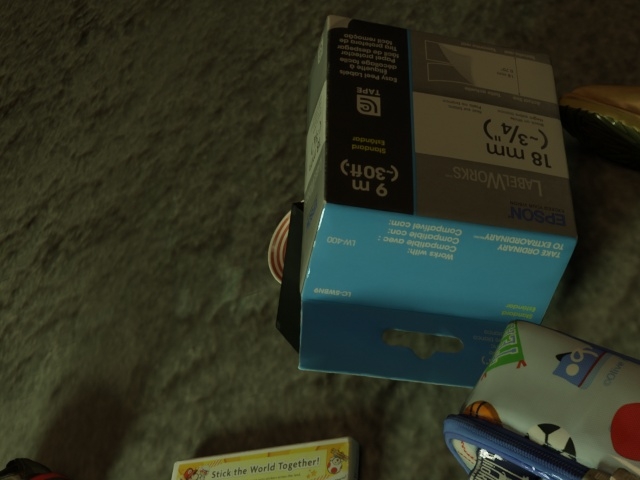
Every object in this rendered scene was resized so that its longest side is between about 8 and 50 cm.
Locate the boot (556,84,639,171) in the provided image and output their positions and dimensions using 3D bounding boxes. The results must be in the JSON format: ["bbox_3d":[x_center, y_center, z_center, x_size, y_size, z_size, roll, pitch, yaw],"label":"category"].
[{"bbox_3d":[0.396,-0.186,0.866,0.236,0.089,0.270,27,77,31],"label":"boot"}]

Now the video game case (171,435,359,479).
[{"bbox_3d":[-0.069,0.308,0.875,0.227,0.026,0.206,-15,51,28],"label":"video game case"}]

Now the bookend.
[{"bbox_3d":[0.044,0.033,0.949,0.157,0.156,0.072,-10,34,-30],"label":"bookend"}]

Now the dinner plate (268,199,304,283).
[{"bbox_3d":[0.000,0.000,1.060,0.141,0.017,0.141,-19,50,24],"label":"dinner plate"}]

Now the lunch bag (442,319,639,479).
[{"bbox_3d":[0.222,0.180,0.559,0.243,0.303,0.115,22,70,43],"label":"lunch bag"}]

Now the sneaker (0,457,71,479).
[{"bbox_3d":[-0.401,0.365,1.017,0.276,0.098,0.135,-49,43,-14],"label":"sneaker"}]

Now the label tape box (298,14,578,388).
[{"bbox_3d":[0.109,-0.039,0.835,0.240,0.106,0.334,8,59,-11],"label":"label tape box"}]
